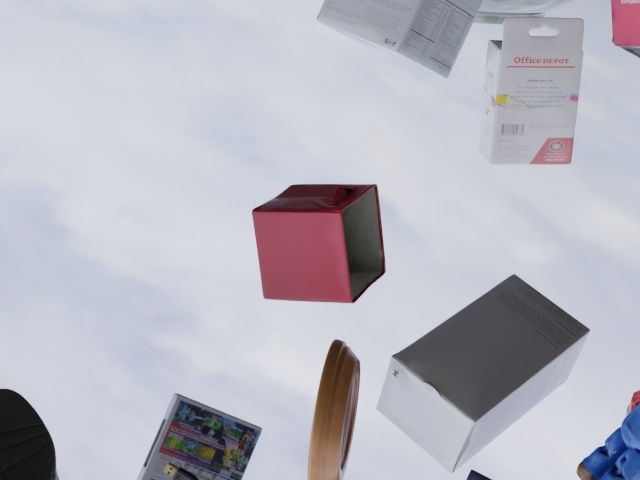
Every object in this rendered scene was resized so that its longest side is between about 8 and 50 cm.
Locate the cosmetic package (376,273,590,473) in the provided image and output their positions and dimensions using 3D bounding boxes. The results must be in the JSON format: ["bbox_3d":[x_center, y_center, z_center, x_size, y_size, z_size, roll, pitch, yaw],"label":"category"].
[{"bbox_3d":[0.299,0.233,2.136,0.365,0.155,0.197,-29,-124,-37],"label":"cosmetic package"}]

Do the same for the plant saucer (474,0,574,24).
[{"bbox_3d":[0.324,-0.478,2.232,0.400,0.100,0.400,2,-159,-1],"label":"plant saucer"}]

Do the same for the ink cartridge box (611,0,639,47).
[{"bbox_3d":[0.458,-0.396,1.394,0.226,0.306,0.131,-18,-159,-30],"label":"ink cartridge box"}]

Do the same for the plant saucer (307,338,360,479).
[{"bbox_3d":[0.020,0.226,1.483,0.037,0.200,0.200,8,-166,9],"label":"plant saucer"}]

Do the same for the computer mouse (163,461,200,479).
[{"bbox_3d":[-0.290,0.415,1.803,0.262,0.184,0.060,25,165,10],"label":"computer mouse"}]

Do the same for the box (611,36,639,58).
[{"bbox_3d":[0.709,-0.495,2.066,0.395,0.318,0.097,-14,-137,-38],"label":"box"}]

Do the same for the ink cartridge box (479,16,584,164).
[{"bbox_3d":[0.282,-0.205,1.568,0.115,0.198,0.067,0,-159,-7],"label":"ink cartridge box"}]

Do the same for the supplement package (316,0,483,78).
[{"bbox_3d":[0.140,-0.400,1.891,0.194,0.203,0.149,30,-171,39],"label":"supplement package"}]

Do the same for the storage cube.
[{"bbox_3d":[0.000,0.000,2.278,0.193,0.215,0.183,1,-161,25],"label":"storage cube"}]

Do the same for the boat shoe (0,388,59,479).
[{"bbox_3d":[-0.399,0.355,1.578,0.118,0.103,0.320,-18,-110,-29],"label":"boat shoe"}]

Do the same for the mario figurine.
[{"bbox_3d":[0.553,0.295,1.820,0.170,0.320,0.198,10,-149,-50],"label":"mario figurine"}]

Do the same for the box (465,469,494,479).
[{"bbox_3d":[0.334,0.586,1.949,0.183,0.294,0.296,33,171,-40],"label":"box"}]

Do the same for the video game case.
[{"bbox_3d":[-0.213,0.383,2.059,0.201,0.183,0.023,29,169,-37],"label":"video game case"}]
